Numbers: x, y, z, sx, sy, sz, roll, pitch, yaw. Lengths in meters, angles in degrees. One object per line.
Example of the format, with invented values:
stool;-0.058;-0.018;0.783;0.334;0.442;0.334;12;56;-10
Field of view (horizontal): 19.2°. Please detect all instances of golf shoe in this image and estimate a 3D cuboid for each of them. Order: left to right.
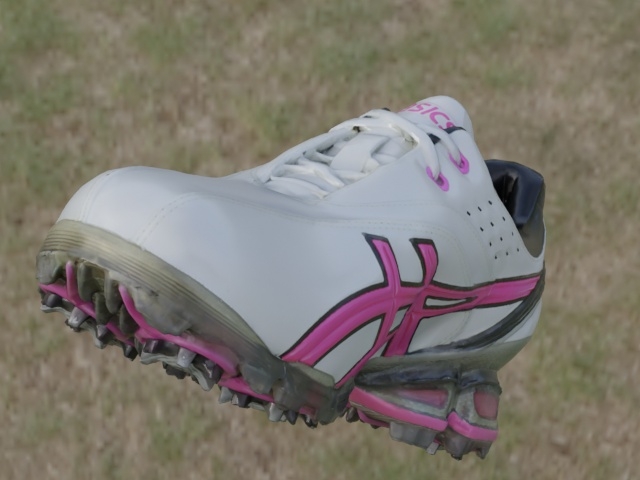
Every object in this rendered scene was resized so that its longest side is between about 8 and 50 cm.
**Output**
golf shoe;0.000;0.000;0.444;0.067;0.186;0.086;21;91;27
